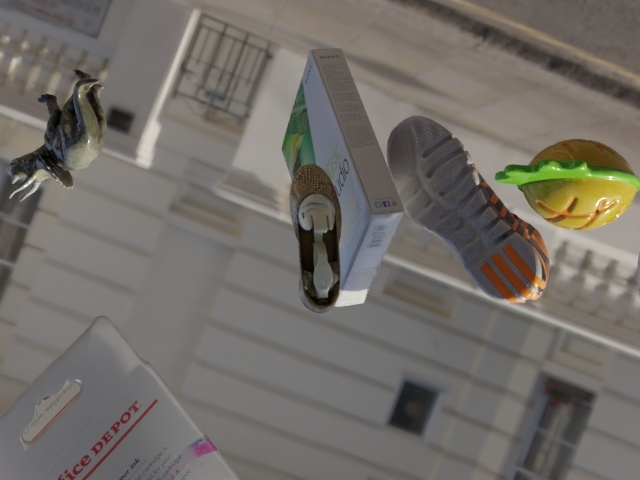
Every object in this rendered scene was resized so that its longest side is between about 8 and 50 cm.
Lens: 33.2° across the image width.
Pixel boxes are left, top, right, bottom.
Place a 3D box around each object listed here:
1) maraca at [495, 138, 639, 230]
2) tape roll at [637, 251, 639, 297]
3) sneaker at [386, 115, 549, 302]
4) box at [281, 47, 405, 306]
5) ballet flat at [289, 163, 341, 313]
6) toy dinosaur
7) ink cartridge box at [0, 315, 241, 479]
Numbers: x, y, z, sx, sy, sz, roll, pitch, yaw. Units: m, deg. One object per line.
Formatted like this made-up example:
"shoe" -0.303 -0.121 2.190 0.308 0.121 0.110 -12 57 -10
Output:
"maraca" 0.272 -0.064 1.173 0.127 0.099 0.186 -11 165 41
"tape roll" 0.580 0.155 1.521 0.072 0.392 0.392 -22 -175 -5
"sneaker" 0.221 -0.039 1.593 0.321 0.125 0.180 58 -163 12
"box" 0.024 -0.096 1.618 0.059 0.322 0.232 -4 144 -19
"ballet flat" 0.000 0.000 1.453 0.073 0.206 0.067 -9 -171 -9
"toy dinosaur" -0.388 -0.172 1.720 0.121 0.160 0.314 6 163 -39
"ink cartridge box" -0.223 0.243 1.089 0.119 0.207 0.353 17 145 45
